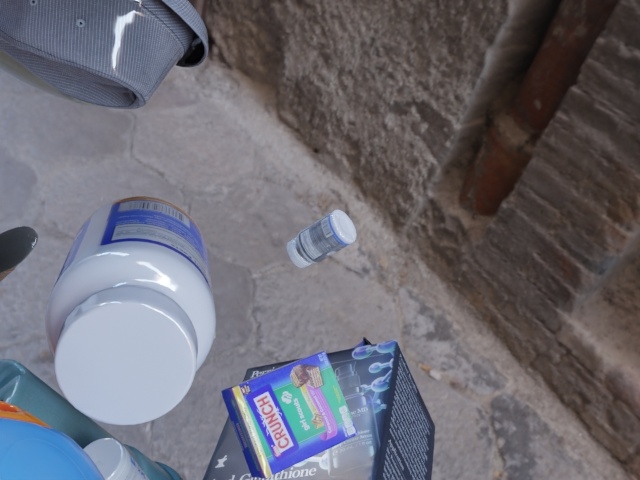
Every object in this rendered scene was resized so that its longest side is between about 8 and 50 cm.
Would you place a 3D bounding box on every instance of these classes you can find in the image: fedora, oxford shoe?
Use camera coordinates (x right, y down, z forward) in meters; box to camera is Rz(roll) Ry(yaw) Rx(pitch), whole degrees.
[{"bbox_3d":[-0.261,-0.229,0.751,0.275,0.244,0.124,27,81,-7],"label":"fedora"},{"bbox_3d":[-0.674,0.045,1.494,0.076,0.212,0.076,51,2,4],"label":"oxford shoe"}]

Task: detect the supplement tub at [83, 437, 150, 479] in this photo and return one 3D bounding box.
[{"bbox_3d":[-0.264,0.313,0.920,0.071,0.107,0.071,-10,41,9],"label":"supplement tub"}]

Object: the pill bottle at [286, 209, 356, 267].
[{"bbox_3d":[0.000,0.000,1.484,0.078,0.137,0.078,38,35,-33],"label":"pill bottle"}]

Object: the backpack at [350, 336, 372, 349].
[{"bbox_3d":[0.083,0.264,1.375,0.098,0.101,0.120,45,7,-2],"label":"backpack"}]

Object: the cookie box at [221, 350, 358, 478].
[{"bbox_3d":[-0.031,0.171,0.703,0.107,0.040,0.092,-18,81,-28],"label":"cookie box"}]

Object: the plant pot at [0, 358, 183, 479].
[{"bbox_3d":[-0.425,0.371,1.027,0.334,0.341,0.341,56,30,-28],"label":"plant pot"}]

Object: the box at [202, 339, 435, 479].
[{"bbox_3d":[0.001,0.379,1.111,0.293,0.212,0.395,-15,27,20],"label":"box"}]

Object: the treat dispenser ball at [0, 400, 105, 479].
[{"bbox_3d":[-0.288,0.259,0.518,0.288,0.288,0.288,12,40,-10],"label":"treat dispenser ball"}]

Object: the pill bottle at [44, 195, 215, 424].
[{"bbox_3d":[-0.180,0.060,0.693,0.152,0.152,0.272,8,17,-14],"label":"pill bottle"}]

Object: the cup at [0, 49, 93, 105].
[{"bbox_3d":[-0.381,-0.350,1.097,0.237,0.331,0.331,50,46,7],"label":"cup"}]
